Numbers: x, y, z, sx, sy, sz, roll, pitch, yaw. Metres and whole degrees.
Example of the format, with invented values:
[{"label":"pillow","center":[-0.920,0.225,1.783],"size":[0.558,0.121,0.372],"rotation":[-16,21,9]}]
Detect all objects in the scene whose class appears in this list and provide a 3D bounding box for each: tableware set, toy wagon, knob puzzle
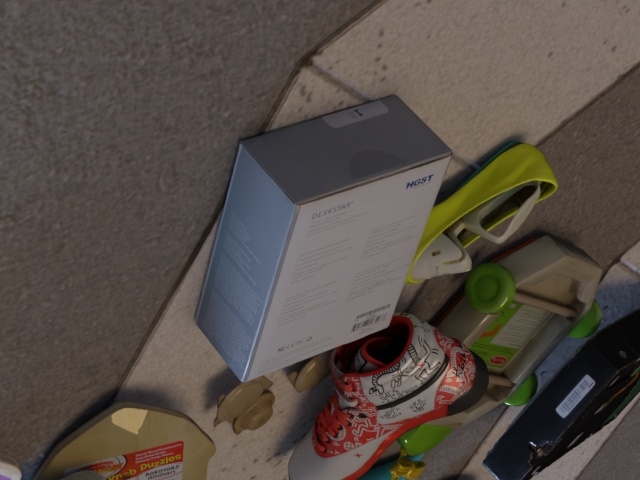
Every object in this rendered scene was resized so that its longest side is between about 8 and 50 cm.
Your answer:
[{"label":"tableware set","center":[-0.045,0.145,1.637],"size":[0.169,0.020,0.141],"rotation":[-39,156,-11]},{"label":"toy wagon","center":[0.188,0.141,1.857],"size":[0.344,0.068,0.267],"rotation":[-49,149,15]},{"label":"knob puzzle","center":[-0.197,0.219,1.538],"size":[0.213,0.030,0.213],"rotation":[-16,137,-15]}]

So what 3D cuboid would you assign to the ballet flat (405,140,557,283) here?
[{"label":"ballet flat","center":[0.145,-0.013,1.594],"size":[0.231,0.077,0.077],"rotation":[-37,151,-7]}]

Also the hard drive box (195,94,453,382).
[{"label":"hard drive box","center":[0.000,0.000,1.431],"size":[0.181,0.089,0.232],"rotation":[-19,144,-34]}]

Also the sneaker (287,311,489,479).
[{"label":"sneaker","center":[0.035,0.172,1.692],"size":[0.270,0.090,0.145],"rotation":[-33,133,23]}]

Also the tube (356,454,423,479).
[{"label":"tube","center":[0.046,0.315,1.947],"size":[0.207,0.052,0.080],"rotation":[-15,151,-48]}]

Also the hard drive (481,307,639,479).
[{"label":"hard drive","center":[0.366,0.185,2.045],"size":[0.339,0.064,0.237],"rotation":[-18,149,-54]}]

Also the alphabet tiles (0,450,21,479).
[{"label":"alphabet tiles","center":[-0.391,0.276,1.349],"size":[0.284,0.021,0.278],"rotation":[-48,137,12]}]

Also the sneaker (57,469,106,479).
[{"label":"sneaker","center":[-0.275,0.275,1.481],"size":[0.152,0.058,0.084],"rotation":[-14,128,-27]}]
